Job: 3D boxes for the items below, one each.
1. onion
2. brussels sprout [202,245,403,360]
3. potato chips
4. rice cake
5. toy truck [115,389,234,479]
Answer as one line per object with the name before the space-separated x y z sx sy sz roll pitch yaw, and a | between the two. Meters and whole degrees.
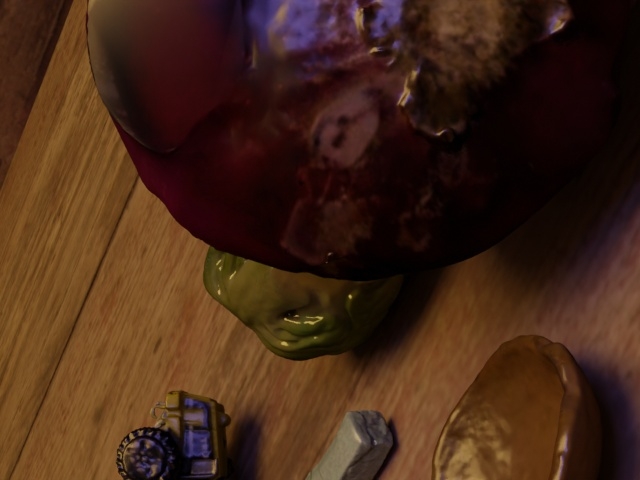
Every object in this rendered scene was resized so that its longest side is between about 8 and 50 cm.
onion | 0.035 -0.171 1.063 0.420 0.398 0.398 -52 -18 -82
brussels sprout | 0.000 0.000 1.236 0.223 0.161 0.223 -40 23 21
potato chips | 0.131 0.167 0.943 0.195 0.062 0.208 -173 98 -72
rice cake | -0.011 0.240 1.228 0.245 0.042 0.045 -57 41 32
toy truck | -0.144 0.290 1.399 0.136 0.111 0.286 61 -148 -79
